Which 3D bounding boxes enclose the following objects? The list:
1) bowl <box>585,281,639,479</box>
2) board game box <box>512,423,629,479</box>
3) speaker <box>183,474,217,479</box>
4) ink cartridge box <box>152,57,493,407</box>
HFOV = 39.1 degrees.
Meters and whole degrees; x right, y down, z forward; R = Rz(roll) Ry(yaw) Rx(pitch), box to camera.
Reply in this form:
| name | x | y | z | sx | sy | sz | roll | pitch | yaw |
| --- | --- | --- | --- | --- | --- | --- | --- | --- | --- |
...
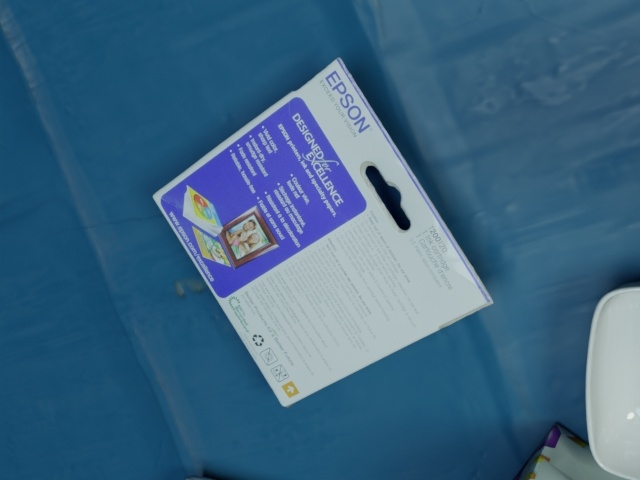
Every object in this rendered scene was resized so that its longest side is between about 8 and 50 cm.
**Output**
| name | x | y | z | sx | sy | sz | roll | pitch | yaw |
| --- | --- | --- | --- | --- | --- | --- | --- | --- | --- |
| bowl | 0.249 | 0.091 | 0.587 | 0.142 | 0.053 | 0.142 | 5 | 109 | 25 |
| board game box | 0.144 | 0.299 | 0.654 | 0.144 | 0.142 | 0.275 | 34 | 118 | 12 |
| speaker | -0.061 | 0.246 | 0.791 | 0.136 | 0.055 | 0.055 | 6 | 108 | 24 |
| ink cartridge box | 0.000 | 0.000 | 0.688 | 0.208 | 0.045 | 0.206 | -31 | 90 | 32 |
